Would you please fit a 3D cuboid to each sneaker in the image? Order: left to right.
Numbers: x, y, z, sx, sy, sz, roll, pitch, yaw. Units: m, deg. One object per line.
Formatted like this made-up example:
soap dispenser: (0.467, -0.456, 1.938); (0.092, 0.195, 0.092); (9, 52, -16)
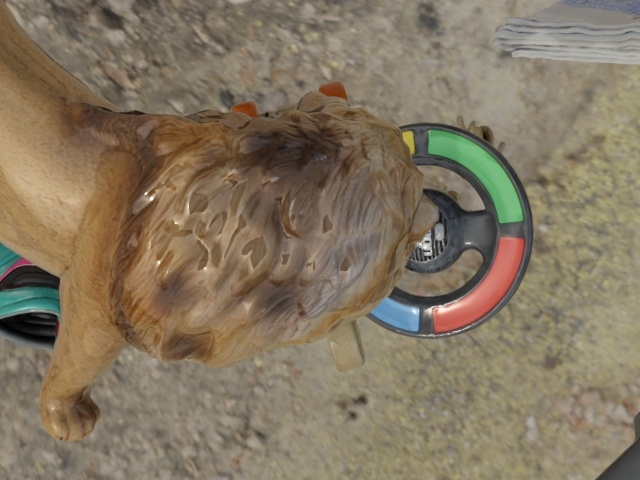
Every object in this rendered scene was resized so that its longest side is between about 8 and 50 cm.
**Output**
sneaker: (-0.305, 0.057, 1.529); (0.295, 0.178, 0.124); (-11, 153, -13)

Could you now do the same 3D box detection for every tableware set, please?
tableware set: (0.194, -0.084, 1.751); (0.039, 0.128, 0.194); (18, 105, -22)

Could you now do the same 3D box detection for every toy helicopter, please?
toy helicopter: (0.000, 0.000, 1.433); (0.140, 0.355, 0.235); (-13, 150, 1)

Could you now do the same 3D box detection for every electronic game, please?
electronic game: (0.111, -0.010, 1.257); (0.048, 0.229, 0.229); (-8, 119, -67)

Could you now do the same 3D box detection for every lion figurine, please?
lion figurine: (-0.149, -0.050, 0.612); (0.392, 0.142, 0.240); (32, 132, -4)

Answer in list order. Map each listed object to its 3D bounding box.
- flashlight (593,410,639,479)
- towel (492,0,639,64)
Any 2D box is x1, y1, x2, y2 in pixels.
flashlight: (0.204, 0.213, 0.806); (0.304, 0.103, 0.103); (-37, 120, -16)
towel: (0.317, -0.211, 1.038); (0.285, 0.209, 0.034); (-26, 116, -32)
